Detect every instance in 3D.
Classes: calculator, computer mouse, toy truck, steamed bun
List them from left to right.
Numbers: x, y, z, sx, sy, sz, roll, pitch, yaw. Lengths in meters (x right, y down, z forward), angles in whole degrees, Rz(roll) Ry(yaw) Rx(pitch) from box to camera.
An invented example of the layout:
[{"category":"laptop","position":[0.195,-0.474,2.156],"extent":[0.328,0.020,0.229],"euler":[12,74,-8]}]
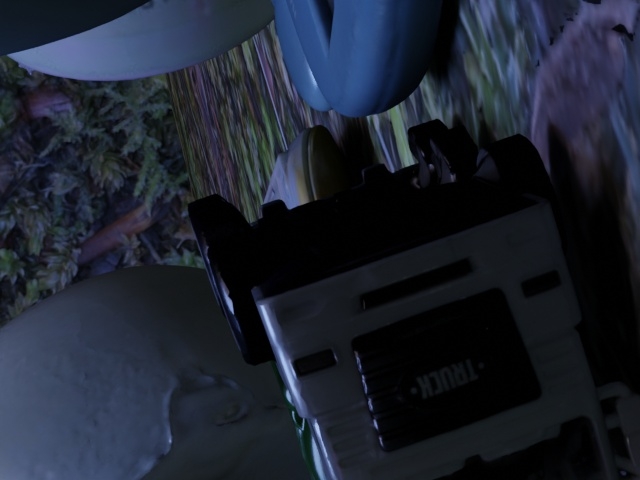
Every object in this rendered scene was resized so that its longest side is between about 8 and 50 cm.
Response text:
[{"category":"steamed bun","position":[-0.134,0.165,1.222],"extent":[0.206,0.324,0.324],"euler":[43,153,36]},{"category":"computer mouse","position":[0.002,0.000,0.931],"extent":[0.199,0.045,0.102],"euler":[118,137,-80]},{"category":"calculator","position":[0.002,-0.150,0.627],"extent":[0.303,0.042,0.188],"euler":[91,163,-65]},{"category":"toy truck","position":[0.024,0.035,0.584],"extent":[0.242,0.101,0.125],"euler":[-134,27,-83]}]

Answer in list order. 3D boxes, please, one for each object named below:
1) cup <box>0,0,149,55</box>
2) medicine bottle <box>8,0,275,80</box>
[{"category":"cup","position":[-0.084,-0.182,0.419],"extent":[0.356,0.259,0.274],"euler":[29,134,30]},{"category":"medicine bottle","position":[-0.107,-0.233,0.839],"extent":[0.170,0.170,0.293],"euler":[-112,11,-51]}]
